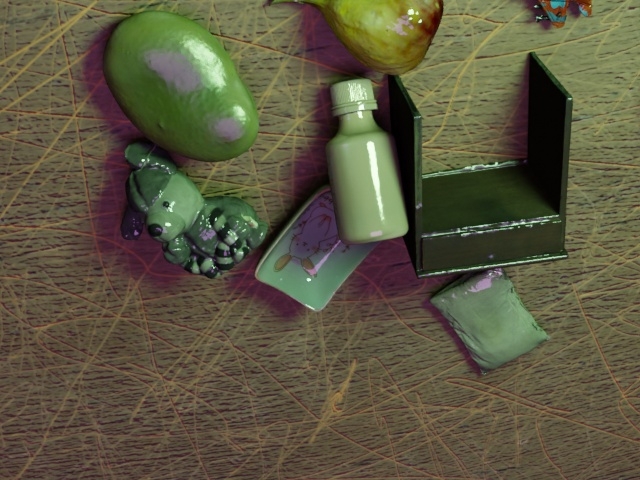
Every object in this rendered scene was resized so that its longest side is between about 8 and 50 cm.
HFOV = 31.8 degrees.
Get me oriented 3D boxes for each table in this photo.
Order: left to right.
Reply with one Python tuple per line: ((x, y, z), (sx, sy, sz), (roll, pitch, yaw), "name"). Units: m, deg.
((0.249, -0.121, 1.773), (0.250, 0.196, 0.282), (-7, 122, -4), "table")

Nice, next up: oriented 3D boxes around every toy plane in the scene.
((0.333, -0.388, 1.699), (0.189, 0.061, 0.130), (6, 122, -8), "toy plane")

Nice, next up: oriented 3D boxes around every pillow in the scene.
((0.310, 0.143, 2.037), (0.148, 0.050, 0.230), (-27, 122, 16), "pillow")

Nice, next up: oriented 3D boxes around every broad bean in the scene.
((-0.210, -0.228, 1.690), (0.189, 0.121, 0.263), (-38, 105, 20), "broad bean")

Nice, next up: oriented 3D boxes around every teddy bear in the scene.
((-0.231, -0.028, 1.787), (0.251, 0.144, 0.171), (26, 129, -20), "teddy bear")

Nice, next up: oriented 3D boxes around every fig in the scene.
((0.050, -0.334, 1.655), (0.257, 0.159, 0.159), (11, 122, 7), "fig")

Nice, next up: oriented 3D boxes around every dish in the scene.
((0.000, 0.000, 1.877), (0.151, 0.077, 0.212), (31, 111, -27), "dish")

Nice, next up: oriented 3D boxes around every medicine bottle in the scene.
((0.065, -0.124, 1.747), (0.114, 0.114, 0.252), (-10, 93, -3), "medicine bottle")
